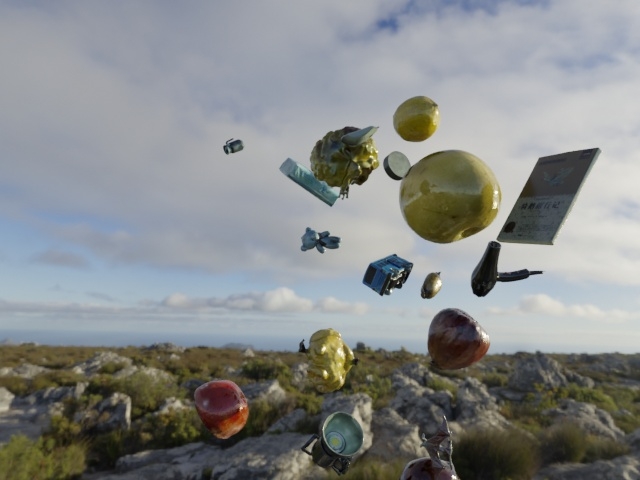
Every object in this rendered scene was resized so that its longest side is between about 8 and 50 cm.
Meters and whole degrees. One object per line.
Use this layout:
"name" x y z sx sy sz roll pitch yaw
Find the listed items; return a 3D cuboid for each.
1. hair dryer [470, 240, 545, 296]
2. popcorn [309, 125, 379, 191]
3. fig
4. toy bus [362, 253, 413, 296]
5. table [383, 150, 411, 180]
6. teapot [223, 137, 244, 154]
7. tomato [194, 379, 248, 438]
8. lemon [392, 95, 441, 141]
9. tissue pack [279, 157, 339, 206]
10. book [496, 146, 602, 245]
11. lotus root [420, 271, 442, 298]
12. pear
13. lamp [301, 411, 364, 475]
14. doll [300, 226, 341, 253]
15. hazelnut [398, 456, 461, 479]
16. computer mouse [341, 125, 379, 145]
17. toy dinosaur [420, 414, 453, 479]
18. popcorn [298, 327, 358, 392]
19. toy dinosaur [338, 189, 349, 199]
"hair dryer" 0.690 0.099 1.623 0.272 0.235 0.091 -3 35 -10
"popcorn" 0.076 -0.247 1.372 0.218 0.189 0.169 -38 -17 -10
"fig" 0.509 0.372 1.683 0.224 0.224 0.263 4 -44 -11
"toy bus" 0.226 0.108 1.474 0.106 0.090 0.185 30 23 27
"table" 0.357 -0.347 2.073 0.134 0.133 0.043 8 -21 -28
"teapot" -0.362 -0.396 1.874 0.083 0.049 0.063 -30 -3 -30
"tomato" -0.339 0.598 1.617 0.140 0.200 0.233 -33 -23 5
"lemon" 0.381 -0.476 1.745 0.178 0.178 0.203 10 -26 -36
"tissue pack" -0.049 -0.269 2.030 0.263 0.089 0.177 32 8 -26
"book" 0.661 -0.126 1.308 0.021 0.310 0.217 32 -8 -16
"lotus root" 0.382 0.153 1.525 0.063 0.152 0.072 19 -48 24
"pear" 0.443 -0.152 1.555 0.349 0.348 0.348 2 -11 0
"lamp" 0.046 0.713 1.534 0.147 0.172 0.227 -34 -24 -44
"doll" -0.002 -0.002 1.967 0.180 0.120 0.075 4 -26 22
"hazelnut" 0.373 0.839 1.508 0.230 0.229 0.229 2 -11 0
"computer mouse" 0.112 -0.283 1.219 0.110 0.032 0.056 -18 -3 11
"toy dinosaur" 0.376 0.668 1.432 0.108 0.220 0.032 9 2 17
"popcorn" 0.047 0.571 2.143 0.281 0.297 0.316 1 0 19
"toy dinosaur" 0.082 -0.169 1.577 0.037 0.058 0.180 5 11 -6
